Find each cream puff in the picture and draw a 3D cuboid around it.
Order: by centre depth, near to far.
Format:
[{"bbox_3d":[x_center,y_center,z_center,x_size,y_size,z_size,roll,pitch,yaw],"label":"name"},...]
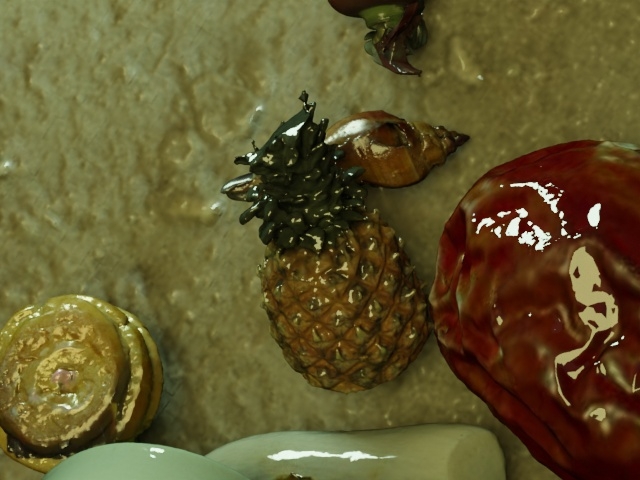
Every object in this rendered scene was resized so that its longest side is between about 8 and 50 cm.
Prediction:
[{"bbox_3d":[-0.236,0.150,1.840,0.189,0.129,0.189,-4,77,15],"label":"cream puff"}]

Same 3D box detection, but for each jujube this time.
[{"bbox_3d":[0.257,0.066,1.593,0.276,0.276,0.377,-52,49,8],"label":"jujube"}]

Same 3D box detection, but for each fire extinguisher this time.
[{"bbox_3d":[0.051,-0.309,1.775,0.107,0.147,0.337,-9,84,-12],"label":"fire extinguisher"}]

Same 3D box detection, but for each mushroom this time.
[{"bbox_3d":[-0.021,0.262,1.764,0.397,0.126,0.177,-2,98,25],"label":"mushroom"}]

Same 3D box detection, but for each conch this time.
[{"bbox_3d":[0.025,-0.081,1.798,0.233,0.086,0.080,-8,67,15],"label":"conch"}]

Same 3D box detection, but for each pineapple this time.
[{"bbox_3d":[0.000,0.000,1.710,0.158,0.157,0.278,-13,123,15],"label":"pineapple"}]

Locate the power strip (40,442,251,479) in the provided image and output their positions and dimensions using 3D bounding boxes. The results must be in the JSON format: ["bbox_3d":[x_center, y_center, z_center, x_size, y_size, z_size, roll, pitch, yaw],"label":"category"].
[{"bbox_3d":[-0.143,0.363,1.703,0.358,0.161,0.357,11,125,16],"label":"power strip"}]
